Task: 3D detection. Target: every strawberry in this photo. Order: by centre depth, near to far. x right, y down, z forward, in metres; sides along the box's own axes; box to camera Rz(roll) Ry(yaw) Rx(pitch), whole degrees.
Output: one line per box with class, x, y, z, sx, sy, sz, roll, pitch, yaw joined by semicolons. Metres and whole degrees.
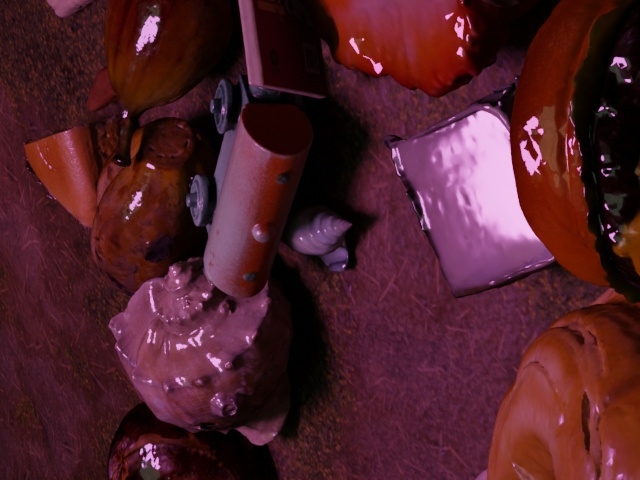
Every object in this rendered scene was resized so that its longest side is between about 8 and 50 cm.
strawberry;0.089;-0.277;1.202;0.265;0.149;0.336;59;157;-7

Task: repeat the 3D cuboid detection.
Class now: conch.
conch;0.001;-0.007;1.532;0.180;0.088;0.065;-9;56;64
conch;-0.153;0.162;1.671;0.263;0.186;0.324;-5;115;25

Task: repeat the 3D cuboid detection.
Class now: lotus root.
lotus root;-0.226;-0.044;1.711;0.193;0.193;0.291;55;144;18

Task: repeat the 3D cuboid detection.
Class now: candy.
candy;0.179;-0.055;1.189;0.195;0.137;0.185;-28;85;54

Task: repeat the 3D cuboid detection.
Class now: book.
book;-0.045;-0.268;1.330;0.022;0.162;0.232;-9;88;24

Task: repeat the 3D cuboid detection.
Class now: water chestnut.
water chestnut;-0.202;0.326;1.870;0.224;0.238;0.223;8;118;16

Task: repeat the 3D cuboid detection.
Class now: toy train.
toy train;-0.080;-0.065;1.509;0.285;0.116;0.177;111;153;-42

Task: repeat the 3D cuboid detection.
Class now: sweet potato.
sweet potato;-0.267;-0.224;1.755;0.255;0.078;0.058;-6;104;67

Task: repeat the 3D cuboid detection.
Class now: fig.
fig;-0.205;-0.222;1.577;0.170;0.145;0.274;28;102;39

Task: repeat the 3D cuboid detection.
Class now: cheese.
cheese;-0.333;-0.368;1.801;0.194;0.043;0.065;-19;97;54

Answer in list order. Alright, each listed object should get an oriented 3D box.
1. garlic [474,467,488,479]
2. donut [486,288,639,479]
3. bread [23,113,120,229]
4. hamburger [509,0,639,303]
garlic;0.200;0.336;1.412;0.124;0.099;0.174;-125;33;-44
donut;0.267;0.250;1.067;0.449;0.198;0.449;-178;90;-82
bread;-0.349;-0.109;1.882;0.160;0.140;0.169;14;119;43
hamburger;0.292;-0.075;0.909;0.225;0.291;0.291;12;117;48
